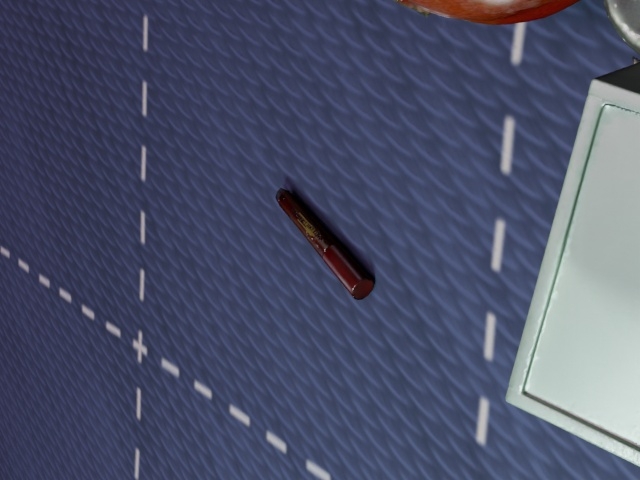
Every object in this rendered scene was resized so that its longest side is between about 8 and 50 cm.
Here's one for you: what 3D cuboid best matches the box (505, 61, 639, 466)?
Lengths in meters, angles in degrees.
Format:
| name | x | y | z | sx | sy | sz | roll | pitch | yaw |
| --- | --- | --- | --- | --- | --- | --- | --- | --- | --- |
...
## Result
| name | x | y | z | sx | sy | sz | roll | pitch | yaw |
| --- | --- | --- | --- | --- | --- | --- | --- | --- | --- |
| box | 0.260 | 0.030 | 0.775 | 0.225 | 0.117 | 0.224 | 25 | 118 | 27 |

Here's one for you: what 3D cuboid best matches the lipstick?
| name | x | y | z | sx | sy | sz | roll | pitch | yaw |
| --- | --- | --- | --- | --- | --- | --- | --- | --- | --- |
| lipstick | 0.000 | 0.001 | 1.319 | 0.176 | 0.027 | 0.027 | 48 | 134 | 43 |

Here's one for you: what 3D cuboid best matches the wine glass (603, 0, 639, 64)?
| name | x | y | z | sx | sy | sz | roll | pitch | yaw |
| --- | --- | --- | --- | --- | --- | --- | --- | --- | --- |
| wine glass | 0.265 | -0.199 | 0.789 | 0.111 | 0.111 | 0.204 | 66 | 149 | 25 |

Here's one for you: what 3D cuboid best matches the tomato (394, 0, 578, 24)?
| name | x | y | z | sx | sy | sz | roll | pitch | yaw |
| --- | --- | --- | --- | --- | --- | --- | --- | --- | --- |
| tomato | 0.083 | -0.315 | 0.907 | 0.289 | 0.293 | 0.325 | -62 | 39 | 22 |
